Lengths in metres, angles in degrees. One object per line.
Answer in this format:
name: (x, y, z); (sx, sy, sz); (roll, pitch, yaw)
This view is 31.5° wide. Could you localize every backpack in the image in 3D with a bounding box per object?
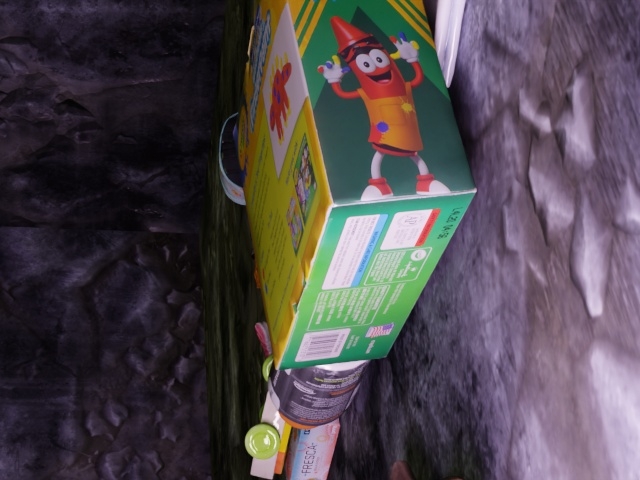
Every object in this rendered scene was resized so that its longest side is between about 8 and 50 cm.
backpack: (-0.081, -0.136, 1.917); (0.144, 0.188, 0.165); (126, 143, -71)

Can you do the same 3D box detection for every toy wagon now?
toy wagon: (-0.057, 0.220, 1.905); (0.267, 0.068, 0.344); (-34, -42, -88)

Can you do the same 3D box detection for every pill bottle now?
pill bottle: (-0.004, 0.182, 1.616); (0.245, 0.130, 0.130); (108, 160, -55)

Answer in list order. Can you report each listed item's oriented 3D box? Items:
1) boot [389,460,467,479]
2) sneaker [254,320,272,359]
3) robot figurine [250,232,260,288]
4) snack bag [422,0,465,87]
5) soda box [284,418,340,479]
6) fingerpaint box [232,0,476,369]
boot: (0.099, 0.292, 1.164); (0.207, 0.090, 0.248); (-111, 22, -59)
sneaker: (-0.065, 0.203, 2.126); (0.063, 0.075, 0.170); (51, 164, 47)
robot figurine: (-0.083, -0.035, 2.179); (0.291, 0.085, 0.211); (110, 159, -60)
snack bag: (0.121, -0.378, 1.321); (0.342, 0.037, 0.323); (-112, 25, -65)
soda box: (-0.015, 0.329, 1.815); (0.058, 0.063, 0.183); (-99, 16, -47)
fingerpaint box: (0.018, -0.100, 1.362); (0.445, 0.163, 0.371); (108, 153, -60)
